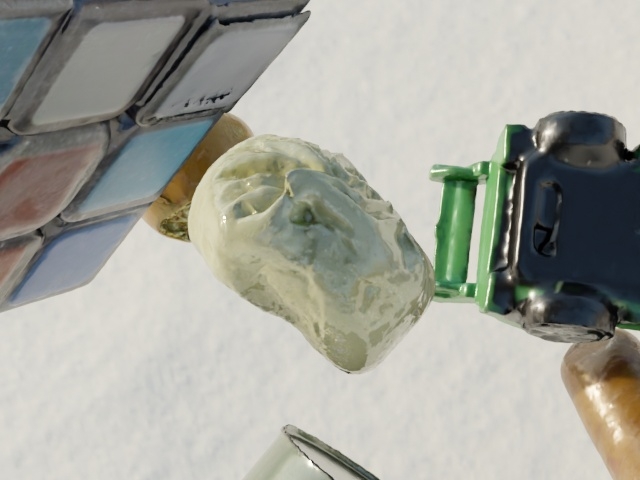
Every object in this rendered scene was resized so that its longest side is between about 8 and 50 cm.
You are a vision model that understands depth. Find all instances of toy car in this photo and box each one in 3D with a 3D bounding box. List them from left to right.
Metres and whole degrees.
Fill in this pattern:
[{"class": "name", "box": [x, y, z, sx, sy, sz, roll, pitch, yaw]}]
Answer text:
[{"class": "toy car", "box": [0.285, 0.001, 1.571, 0.358, 0.176, 0.214, 6, 78, -4]}]

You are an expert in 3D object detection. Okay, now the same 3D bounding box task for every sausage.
[{"class": "sausage", "box": [0.322, 0.190, 1.624, 0.108, 0.109, 0.270, -12, 37, -7]}]

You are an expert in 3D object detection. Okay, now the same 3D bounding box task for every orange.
[{"class": "orange", "box": [-0.130, -0.068, 1.730, 0.154, 0.155, 0.134, -16, 35, -10]}]

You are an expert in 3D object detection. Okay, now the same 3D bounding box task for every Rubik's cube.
[{"class": "Rubik's cube", "box": [-0.288, -0.159, 1.064, 0.362, 0.363, 0.358, 52, 34, 13]}]

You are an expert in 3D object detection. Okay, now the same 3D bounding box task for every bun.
[{"class": "bun", "box": [0.000, 0.000, 1.369, 0.229, 0.145, 0.229, 31, 20, -13]}]

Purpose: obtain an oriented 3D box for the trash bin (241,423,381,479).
[{"class": "trash bin", "box": [-0.062, 0.398, 1.365, 0.280, 0.280, 0.432, 36, 89, 40]}]
